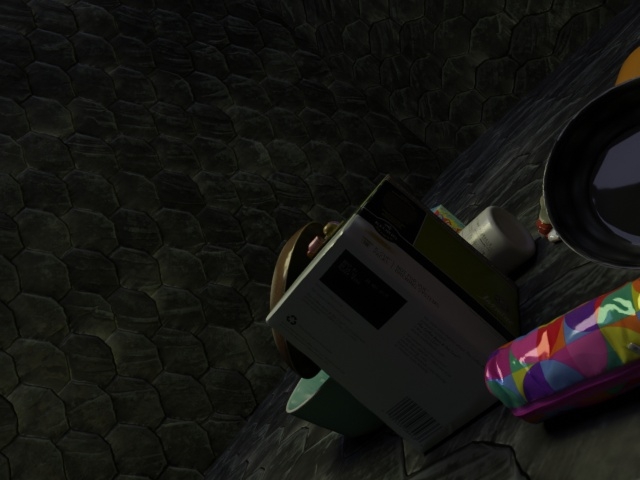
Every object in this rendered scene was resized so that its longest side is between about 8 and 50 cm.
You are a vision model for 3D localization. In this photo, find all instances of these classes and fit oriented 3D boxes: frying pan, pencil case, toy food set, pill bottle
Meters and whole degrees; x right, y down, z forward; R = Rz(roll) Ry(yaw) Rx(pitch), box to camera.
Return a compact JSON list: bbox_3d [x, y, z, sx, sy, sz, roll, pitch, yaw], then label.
[{"bbox_3d":[0.357,-0.066,0.453,0.326,0.053,0.197,0,78,51],"label":"frying pan"},{"bbox_3d":[0.282,0.119,0.542,0.104,0.104,0.236,-49,-1,-41],"label":"pencil case"},{"bbox_3d":[0.000,0.000,0.905,0.078,0.019,0.122,-49,-1,-26],"label":"toy food set"},{"bbox_3d":[0.321,0.047,1.091,0.229,0.131,0.131,-49,0,35],"label":"pill bottle"}]

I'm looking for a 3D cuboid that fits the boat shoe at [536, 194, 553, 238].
[{"bbox_3d":[0.468,-0.055,1.053,0.137,0.049,0.043,-50,-39,-46],"label":"boat shoe"}]

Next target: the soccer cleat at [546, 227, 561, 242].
[{"bbox_3d":[0.458,-0.031,0.975,0.083,0.029,0.035,-52,9,-13],"label":"soccer cleat"}]

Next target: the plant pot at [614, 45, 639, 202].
[{"bbox_3d":[0.415,-0.095,0.574,0.188,0.205,0.205,-65,3,-10],"label":"plant pot"}]

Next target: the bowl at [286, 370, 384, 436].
[{"bbox_3d":[0.085,0.295,1.118,0.311,0.163,0.311,-49,-1,-1],"label":"bowl"}]

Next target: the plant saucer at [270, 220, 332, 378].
[{"bbox_3d":[-0.029,0.117,1.038,0.310,0.050,0.310,0,-90,-69],"label":"plant saucer"}]

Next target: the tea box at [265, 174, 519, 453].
[{"bbox_3d":[0.142,0.103,0.889,0.220,0.329,0.323,-50,-1,30],"label":"tea box"}]

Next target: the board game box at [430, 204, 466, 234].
[{"bbox_3d":[0.313,0.047,1.570,0.275,0.142,0.144,-49,0,-3],"label":"board game box"}]
